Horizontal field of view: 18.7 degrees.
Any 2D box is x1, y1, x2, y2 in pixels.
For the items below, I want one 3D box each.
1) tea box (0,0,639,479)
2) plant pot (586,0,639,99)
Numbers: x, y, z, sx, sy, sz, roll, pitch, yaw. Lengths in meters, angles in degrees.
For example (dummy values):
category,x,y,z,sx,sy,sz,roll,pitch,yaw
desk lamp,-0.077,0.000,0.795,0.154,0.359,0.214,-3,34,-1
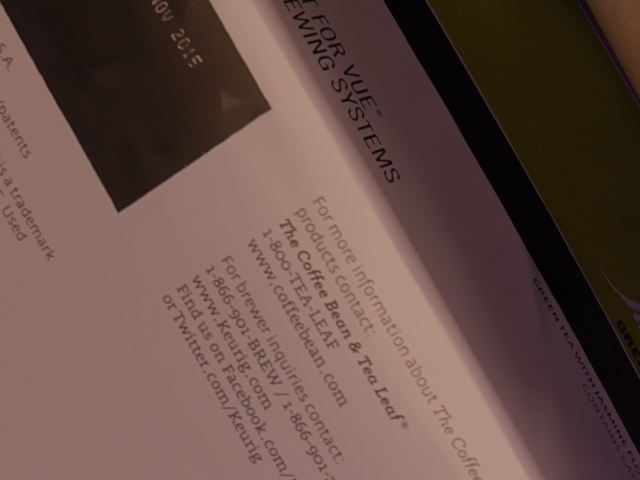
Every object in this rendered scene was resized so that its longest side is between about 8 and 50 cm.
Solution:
category,x,y,z,sx,sy,sz,roll,pitch,yaw
tea box,0.000,0.000,0.780,0.220,0.323,0.329,-32,84,28
plant pot,0.210,-0.081,0.524,0.334,0.334,0.305,-42,69,27
